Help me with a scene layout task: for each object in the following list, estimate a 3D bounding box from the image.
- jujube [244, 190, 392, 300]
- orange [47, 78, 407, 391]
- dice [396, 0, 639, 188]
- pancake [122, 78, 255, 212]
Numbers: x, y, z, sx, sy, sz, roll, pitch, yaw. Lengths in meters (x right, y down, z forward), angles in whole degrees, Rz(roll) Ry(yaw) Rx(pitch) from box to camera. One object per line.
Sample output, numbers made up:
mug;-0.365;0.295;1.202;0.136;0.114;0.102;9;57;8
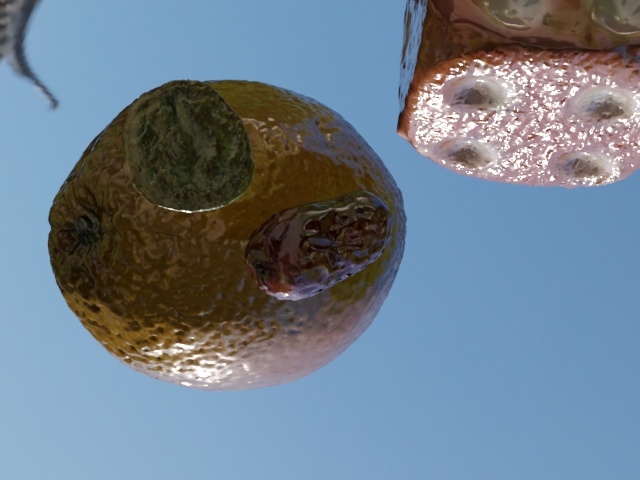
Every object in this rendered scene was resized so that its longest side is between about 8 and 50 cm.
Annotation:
jujube;0.000;0.000;1.081;0.077;0.129;0.077;45;-29;34
orange;-0.095;-0.007;1.328;0.322;0.357;0.322;-7;-99;44
dice;0.140;-0.146;0.849;0.179;0.174;0.175;88;9;-69
pancake;-0.099;-0.071;0.995;0.017;0.108;0.108;-26;-130;63
